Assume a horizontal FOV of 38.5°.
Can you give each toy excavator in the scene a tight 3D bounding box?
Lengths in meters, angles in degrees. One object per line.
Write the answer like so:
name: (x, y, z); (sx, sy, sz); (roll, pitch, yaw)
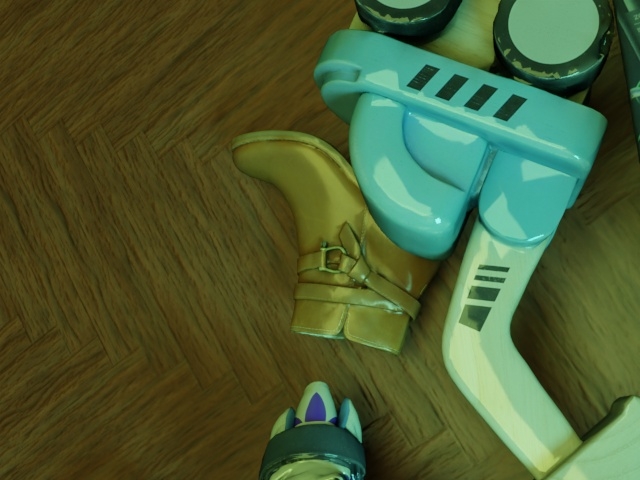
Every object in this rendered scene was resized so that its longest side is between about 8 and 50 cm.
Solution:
toy excavator: (0.158, -0.015, 0.887); (0.432, 0.222, 0.445); (23, 84, 12)

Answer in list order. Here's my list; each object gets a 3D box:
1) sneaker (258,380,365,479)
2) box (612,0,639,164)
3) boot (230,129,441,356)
sneaker: (-0.019, 0.247, 0.914); (0.130, 0.323, 0.236); (-5, 66, 4)
box: (0.422, -0.144, 0.776); (0.293, 0.212, 0.396); (-13, 65, 26)
boot: (0.000, 0.000, 1.058); (0.283, 0.109, 0.220); (15, 85, 13)
